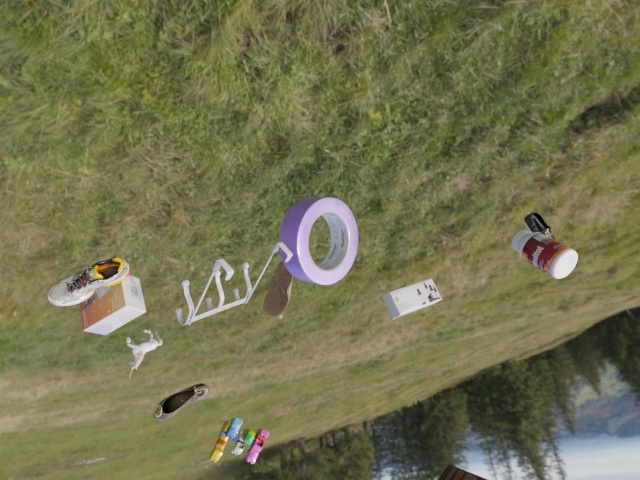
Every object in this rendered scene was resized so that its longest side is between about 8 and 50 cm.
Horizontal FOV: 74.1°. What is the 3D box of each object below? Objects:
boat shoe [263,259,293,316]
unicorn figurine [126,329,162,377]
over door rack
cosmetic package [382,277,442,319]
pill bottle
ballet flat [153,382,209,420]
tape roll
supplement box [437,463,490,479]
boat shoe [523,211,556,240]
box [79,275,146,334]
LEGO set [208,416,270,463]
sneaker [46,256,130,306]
[{"bbox_3d":[-0.200,0.239,2.160,0.121,0.110,0.342,20,116,-5],"label":"boat shoe"},{"bbox_3d":[-0.625,0.377,1.476,0.161,0.111,0.060,-33,150,-34],"label":"unicorn figurine"},{"bbox_3d":[-0.262,0.110,1.228,0.239,0.108,0.324,-17,159,-48],"label":"over door rack"},{"bbox_3d":[0.364,0.226,1.672,0.238,0.099,0.060,-13,158,-33],"label":"cosmetic package"},{"bbox_3d":[0.594,0.031,1.136,0.085,0.152,0.086,-11,119,-20],"label":"pill bottle"},{"bbox_3d":[-0.547,0.621,1.640,0.249,0.084,0.058,-26,150,7],"label":"ballet flat"},{"bbox_3d":[0.000,0.000,1.359,0.090,0.275,0.274,5,168,45],"label":"tape roll"},{"bbox_3d":[0.368,0.607,0.963,0.080,0.104,0.188,-30,-163,-39],"label":"supplement box"},{"bbox_3d":[0.637,-0.022,1.213,0.048,0.133,0.042,-24,164,-23],"label":"boat shoe"},{"bbox_3d":[-0.667,0.203,1.358,0.170,0.130,0.091,-30,152,7],"label":"box"},{"bbox_3d":[-0.207,0.482,0.999,0.086,0.093,0.227,31,147,-7],"label":"LEGO set"},{"bbox_3d":[-0.667,0.107,1.218,0.225,0.088,0.093,-31,170,-29],"label":"sneaker"}]
